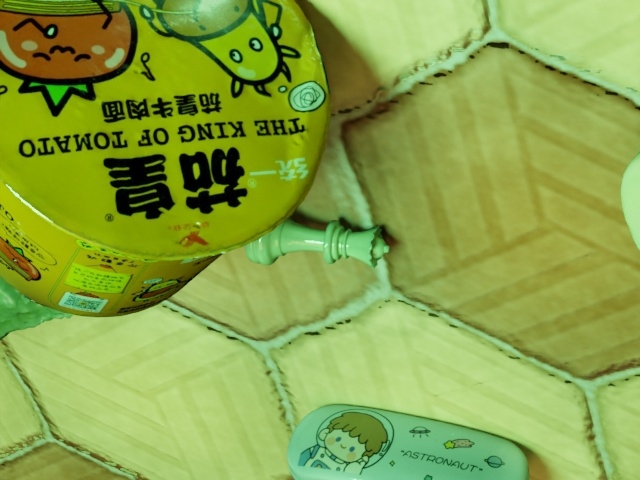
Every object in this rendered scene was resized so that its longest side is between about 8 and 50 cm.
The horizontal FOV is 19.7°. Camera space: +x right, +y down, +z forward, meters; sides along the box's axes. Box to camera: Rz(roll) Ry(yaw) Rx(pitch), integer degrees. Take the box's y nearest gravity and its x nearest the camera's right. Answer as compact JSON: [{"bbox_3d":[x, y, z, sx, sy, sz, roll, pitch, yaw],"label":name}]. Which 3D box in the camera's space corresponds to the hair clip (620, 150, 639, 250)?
[{"bbox_3d":[0.258,0.025,1.059,0.218,0.071,0.159,38,143,-5],"label":"hair clip"}]

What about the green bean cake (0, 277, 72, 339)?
[{"bbox_3d":[-0.277,-0.039,1.258,0.255,0.132,0.241,-17,119,42],"label":"green bean cake"}]

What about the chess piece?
[{"bbox_3d":[0.000,0.000,1.202,0.093,0.042,0.042,7,137,17],"label":"chess piece"}]

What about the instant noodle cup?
[{"bbox_3d":[-0.119,-0.059,1.087,0.216,0.216,0.172,32,151,-4],"label":"instant noodle cup"}]

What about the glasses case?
[{"bbox_3d":[0.062,0.161,1.318,0.178,0.067,0.045,9,140,23],"label":"glasses case"}]
